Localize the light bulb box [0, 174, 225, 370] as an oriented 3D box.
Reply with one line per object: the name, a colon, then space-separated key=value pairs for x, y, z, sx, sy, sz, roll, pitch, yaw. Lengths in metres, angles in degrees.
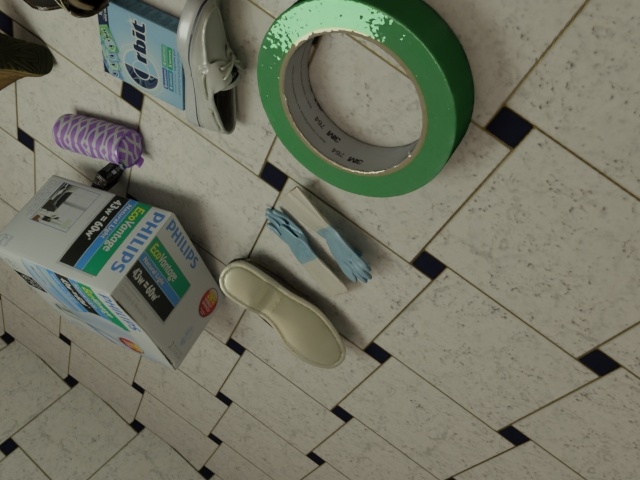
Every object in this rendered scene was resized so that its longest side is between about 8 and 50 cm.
light bulb box: x=-0.471 y=0.076 z=1.468 sx=0.361 sy=0.225 sz=0.358 roll=17 pitch=150 yaw=25

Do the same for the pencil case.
pencil case: x=-0.468 y=-0.211 z=1.348 sx=0.206 sy=0.086 sz=0.088 roll=20 pitch=161 yaw=24

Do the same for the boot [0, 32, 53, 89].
boot: x=-0.717 y=-0.360 z=1.301 sx=0.270 sy=0.089 sz=0.236 roll=-1 pitch=171 yaw=37

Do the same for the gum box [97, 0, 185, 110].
gum box: x=-0.307 y=-0.337 z=1.129 sx=0.184 sy=0.041 sz=0.157 roll=29 pitch=141 yaw=13

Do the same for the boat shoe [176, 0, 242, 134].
boat shoe: x=-0.173 y=-0.279 z=1.043 sx=0.088 sy=0.096 sz=0.267 roll=25 pitch=141 yaw=10

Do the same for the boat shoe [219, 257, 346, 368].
boat shoe: x=-0.075 y=0.152 z=1.390 sx=0.324 sy=0.096 sz=0.116 roll=38 pitch=101 yaw=-5

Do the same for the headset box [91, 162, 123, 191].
headset box: x=-0.482 y=-0.140 z=1.441 sx=0.032 sy=0.062 sz=0.083 roll=43 pitch=142 yaw=-7

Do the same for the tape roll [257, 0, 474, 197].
tape roll: x=0.059 y=-0.214 z=0.941 sx=0.321 sy=0.077 sz=0.321 roll=20 pitch=138 yaw=20

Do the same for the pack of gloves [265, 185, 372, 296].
pack of gloves: x=0.000 y=0.000 z=1.240 sx=0.232 sy=0.046 sz=0.195 roll=49 pitch=152 yaw=-9

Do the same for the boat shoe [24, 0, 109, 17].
boat shoe: x=-0.381 y=-0.427 z=0.991 sx=0.356 sy=0.130 sz=0.132 roll=-7 pitch=150 yaw=39
